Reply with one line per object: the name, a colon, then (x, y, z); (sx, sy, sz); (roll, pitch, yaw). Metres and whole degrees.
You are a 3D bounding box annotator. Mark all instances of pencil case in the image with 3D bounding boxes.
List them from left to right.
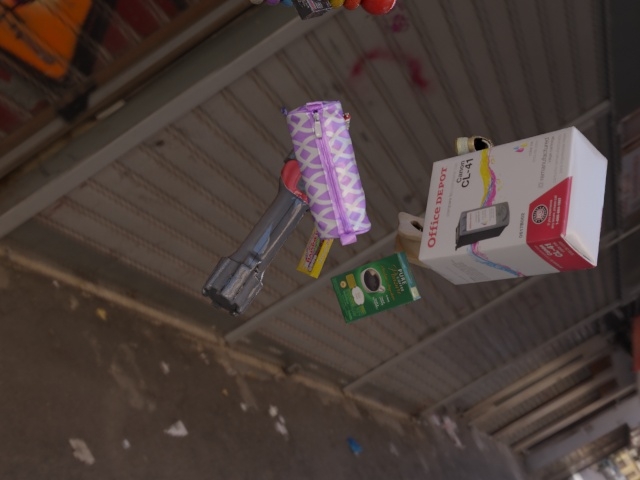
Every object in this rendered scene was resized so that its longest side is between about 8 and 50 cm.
pencil case: (0.013, -0.100, 1.197); (0.088, 0.086, 0.206); (-154, -133, -76)

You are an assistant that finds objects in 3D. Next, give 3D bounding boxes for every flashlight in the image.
flashlight: (-0.075, -0.019, 1.342); (0.103, 0.304, 0.103); (18, -26, 38)

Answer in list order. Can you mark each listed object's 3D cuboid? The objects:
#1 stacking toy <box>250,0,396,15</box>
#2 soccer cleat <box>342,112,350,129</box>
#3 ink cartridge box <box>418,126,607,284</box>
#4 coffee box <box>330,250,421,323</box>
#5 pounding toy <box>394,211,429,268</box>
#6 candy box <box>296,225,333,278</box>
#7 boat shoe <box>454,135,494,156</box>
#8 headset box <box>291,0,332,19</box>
stacking toy: (0.012, -0.562, 1.869); (0.330, 0.141, 0.141); (9, 26, -13)
soccer cleat: (0.046, -0.230, 1.657); (0.083, 0.029, 0.036); (-132, -159, -77)
ink cartridge box: (0.347, -0.055, 1.542); (0.131, 0.306, 0.226); (32, 60, -39)
coffee box: (0.120, 0.104, 1.854); (0.040, 0.184, 0.113); (-9, 77, -59)
pounding toy: (0.305, -0.023, 1.979); (0.154, 0.269, 0.155); (-47, 147, -53)
candy box: (0.000, 0.000, 2.363); (0.027, 0.206, 0.105); (24, -3, -23)
boat shoe: (0.317, -0.183, 1.685); (0.135, 0.045, 0.050); (-6, 92, -52)
headset box: (-0.023, -0.443, 1.554); (0.062, 0.032, 0.083); (60, 34, -3)
